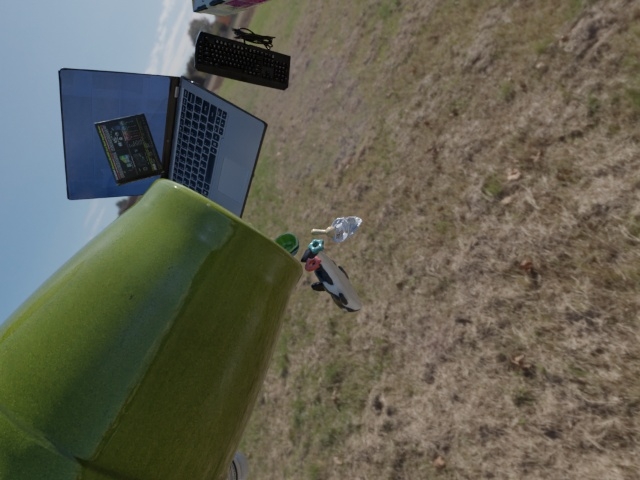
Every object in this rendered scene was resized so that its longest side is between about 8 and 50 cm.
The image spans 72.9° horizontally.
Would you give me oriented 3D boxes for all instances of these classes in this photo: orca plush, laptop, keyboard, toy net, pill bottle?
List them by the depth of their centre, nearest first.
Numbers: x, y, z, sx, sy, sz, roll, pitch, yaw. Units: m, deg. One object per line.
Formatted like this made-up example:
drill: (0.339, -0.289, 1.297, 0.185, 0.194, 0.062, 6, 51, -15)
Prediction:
keyboard: (-0.138, -0.352, 0.816, 0.038, 0.192, 0.100, 7, 96, 55)
pill bottle: (-0.226, 0.494, 0.901, 0.094, 0.169, 0.094, -7, 75, 27)
toy net: (0.000, 0.000, 1.067, 0.232, 0.045, 0.122, -27, 45, -1)
laptop: (-0.406, -0.199, 1.119, 0.236, 0.408, 0.381, -52, -10, -49)
orca plush: (0.013, 0.130, 1.286, 0.102, 0.287, 0.151, -27, 48, 17)

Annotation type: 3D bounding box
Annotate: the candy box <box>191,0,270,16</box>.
candy box: (-0.118, -0.455, 0.665, 0.234, 0.071, 0.159, 11, 111, 44)

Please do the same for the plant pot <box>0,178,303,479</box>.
plant pot: (-0.211, 0.122, 0.581, 0.352, 0.367, 0.366, -59, 20, -10)

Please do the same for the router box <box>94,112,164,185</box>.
router box: (-0.369, -0.176, 0.842, 0.038, 0.092, 0.122, 4, 112, 67)
